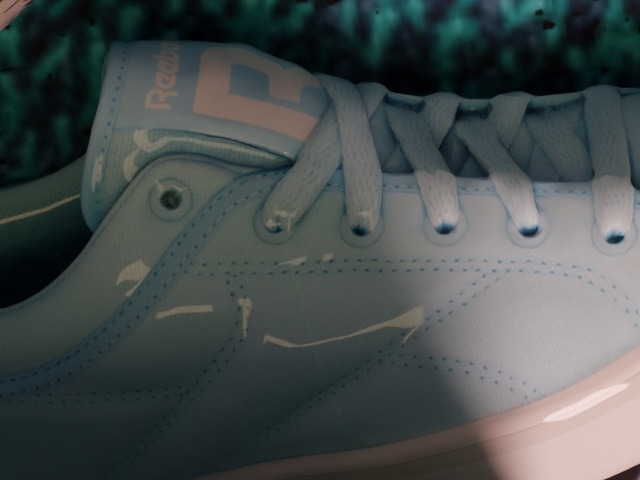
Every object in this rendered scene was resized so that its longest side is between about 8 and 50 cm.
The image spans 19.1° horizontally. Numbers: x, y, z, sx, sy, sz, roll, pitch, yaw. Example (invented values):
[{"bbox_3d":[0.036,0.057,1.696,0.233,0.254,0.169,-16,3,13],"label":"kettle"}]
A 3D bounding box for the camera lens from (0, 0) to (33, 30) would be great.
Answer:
[{"bbox_3d":[-0.089,-0.189,0.427,0.219,0.219,0.274,38,111,-20],"label":"camera lens"}]

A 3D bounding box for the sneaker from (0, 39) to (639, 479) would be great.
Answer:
[{"bbox_3d":[0.000,0.000,0.580,0.366,0.135,0.150,-20,121,9],"label":"sneaker"}]
